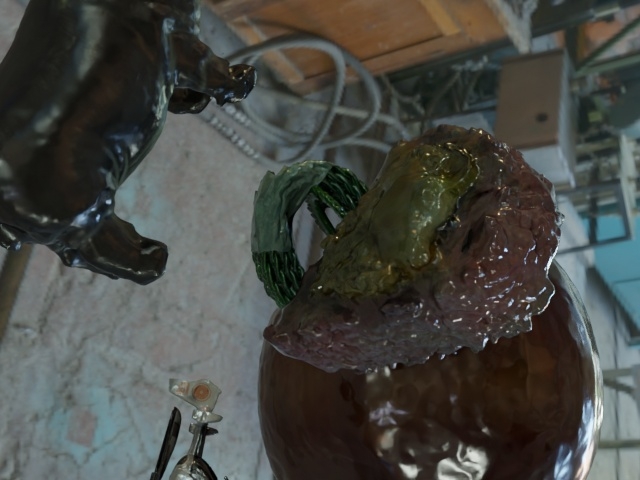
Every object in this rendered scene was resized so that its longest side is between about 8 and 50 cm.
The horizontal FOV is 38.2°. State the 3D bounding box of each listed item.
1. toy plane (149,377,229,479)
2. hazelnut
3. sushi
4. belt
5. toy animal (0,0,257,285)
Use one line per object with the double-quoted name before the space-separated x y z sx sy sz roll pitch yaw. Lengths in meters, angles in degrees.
"toy plane" -0.119 0.219 0.846 0.053 0.078 0.197 112 -12 -61
"hazelnut" 0.124 0.184 1.100 0.353 0.421 0.420 55 32 -73
"sushi" 0.069 0.004 0.726 0.107 0.241 0.161 37 46 -33
"belt" 0.000 0.000 0.807 0.079 0.121 0.151 143 -75 -81
"toy animal" -0.129 -0.146 0.606 0.168 0.106 0.343 17 77 -33
